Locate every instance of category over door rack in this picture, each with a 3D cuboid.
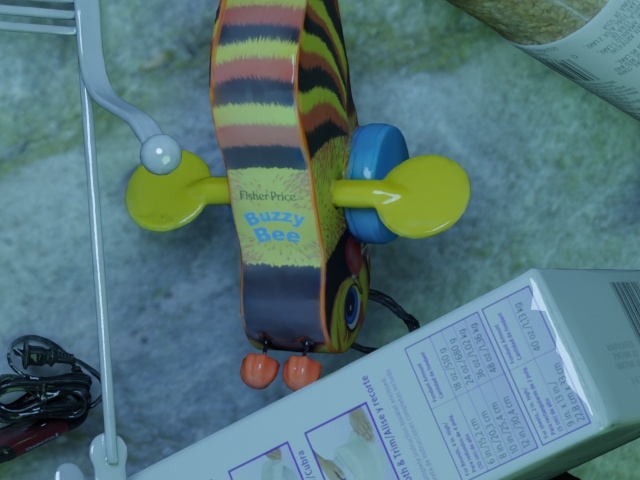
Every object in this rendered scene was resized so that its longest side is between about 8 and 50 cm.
[{"bbox_3d":[-0.197,-0.001,0.962,0.239,0.108,0.324,0,93,-32],"label":"over door rack"}]

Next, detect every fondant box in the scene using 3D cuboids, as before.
[{"bbox_3d":[0.041,0.127,1.121,0.330,0.096,0.238,-30,167,21],"label":"fondant box"}]

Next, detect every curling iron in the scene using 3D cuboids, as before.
[{"bbox_3d":[-0.256,0.134,1.130,0.274,0.035,0.068,-27,111,-11],"label":"curling iron"}]

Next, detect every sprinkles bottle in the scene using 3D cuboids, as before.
[{"bbox_3d":[0.201,-0.138,1.186,0.355,0.121,0.121,24,104,-40],"label":"sprinkles bottle"}]

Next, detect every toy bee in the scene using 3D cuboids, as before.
[{"bbox_3d":[0.000,0.000,1.100,0.195,0.162,0.298,-18,122,33],"label":"toy bee"}]

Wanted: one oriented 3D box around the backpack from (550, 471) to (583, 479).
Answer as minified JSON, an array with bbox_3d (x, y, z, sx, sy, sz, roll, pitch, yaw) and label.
[{"bbox_3d":[0.137,0.276,1.400,0.166,0.144,0.188,2,120,-40],"label":"backpack"}]
